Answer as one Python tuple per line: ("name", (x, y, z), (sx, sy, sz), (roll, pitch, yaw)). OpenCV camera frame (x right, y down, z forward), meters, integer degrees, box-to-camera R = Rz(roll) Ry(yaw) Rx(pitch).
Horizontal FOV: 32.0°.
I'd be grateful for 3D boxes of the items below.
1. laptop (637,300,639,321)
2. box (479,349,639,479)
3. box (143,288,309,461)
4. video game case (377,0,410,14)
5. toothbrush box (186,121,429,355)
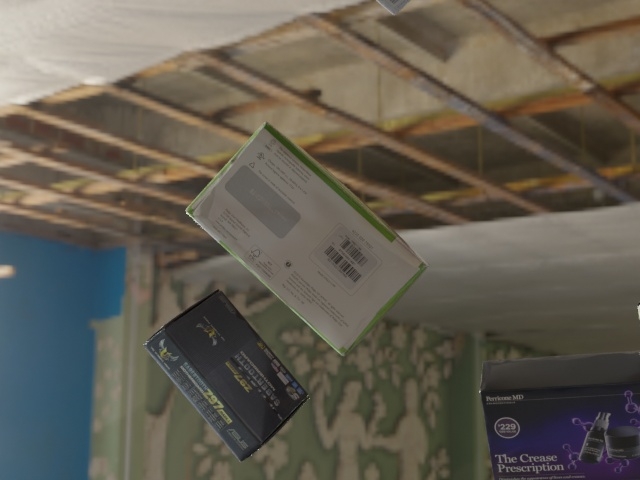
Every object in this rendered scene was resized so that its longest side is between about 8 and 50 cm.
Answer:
("laptop", (0.445, 0.213, 0.717), (0.408, 0.381, 0.236), (-10, 6, 16))
("box", (0.394, 0.281, 1.758), (0.261, 0.184, 0.103), (-6, 21, 15))
("box", (-0.140, 0.202, 1.714), (0.059, 0.232, 0.183), (-42, -4, 28))
("video game case", (0.093, -0.429, 1.508), (0.201, 0.023, 0.183), (35, -61, -25))
("toothbrush box", (0.000, 0.000, 1.167), (0.206, 0.122, 0.283), (43, 2, 6))
